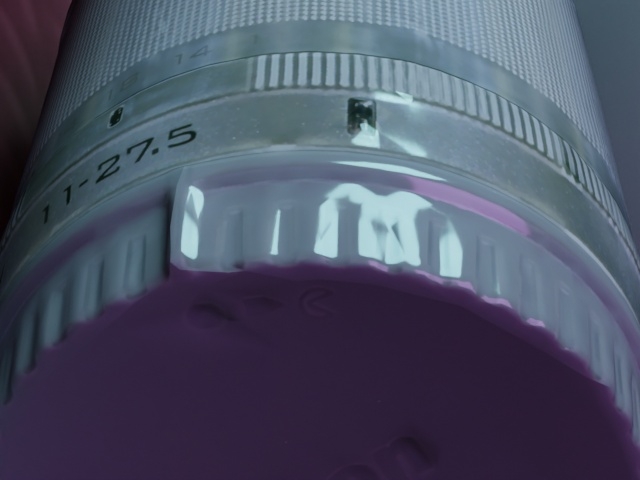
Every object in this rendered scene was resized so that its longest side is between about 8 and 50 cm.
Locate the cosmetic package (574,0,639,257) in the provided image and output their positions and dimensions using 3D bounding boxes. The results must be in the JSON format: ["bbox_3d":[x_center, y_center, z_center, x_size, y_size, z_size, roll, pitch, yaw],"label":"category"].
[{"bbox_3d":[0.278,0.021,0.779,0.329,0.327,0.394,-13,79,-47],"label":"cosmetic package"}]

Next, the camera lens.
[{"bbox_3d":[0.000,0.000,0.552,0.219,0.219,0.274,38,29,-25],"label":"camera lens"}]
